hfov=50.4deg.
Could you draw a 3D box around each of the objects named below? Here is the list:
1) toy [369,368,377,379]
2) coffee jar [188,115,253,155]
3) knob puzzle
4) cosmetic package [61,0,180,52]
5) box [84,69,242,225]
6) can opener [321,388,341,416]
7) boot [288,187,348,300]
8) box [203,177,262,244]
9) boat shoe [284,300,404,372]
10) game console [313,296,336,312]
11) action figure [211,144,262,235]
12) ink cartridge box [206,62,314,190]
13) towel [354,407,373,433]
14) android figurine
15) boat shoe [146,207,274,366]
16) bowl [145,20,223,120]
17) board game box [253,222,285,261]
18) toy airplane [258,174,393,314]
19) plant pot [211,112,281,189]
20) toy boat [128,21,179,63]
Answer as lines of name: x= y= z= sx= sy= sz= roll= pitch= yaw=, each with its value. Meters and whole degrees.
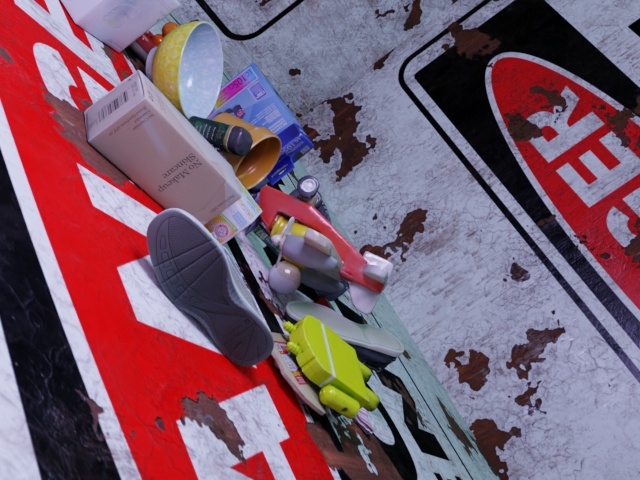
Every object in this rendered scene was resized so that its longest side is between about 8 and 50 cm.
toy: x=0.093 y=0.320 z=1.979 sx=0.137 sy=0.056 sz=0.237 roll=63 pitch=-2 yaw=-12
coffee jar: x=-0.290 y=-0.297 z=1.947 sx=0.184 sy=0.079 sz=0.096 roll=16 pitch=-4 yaw=21
knob puzzle: x=-0.052 y=0.281 z=1.409 sx=0.213 sy=0.030 sz=0.213 roll=53 pitch=7 yaw=-10
cosmetic package: x=-0.527 y=-0.640 z=1.777 sx=0.138 sy=0.224 sz=0.224 roll=58 pitch=9 yaw=9
box: x=-0.311 y=-0.172 z=1.376 sx=0.311 sy=0.148 sz=0.121 roll=46 pitch=13 yaw=-42
can opener: x=0.013 y=0.325 z=1.547 sx=0.186 sy=0.073 sz=0.059 roll=-119 pitch=-149 yaw=-46
boot: x=0.000 y=0.002 z=2.272 sx=0.445 sy=0.146 sz=0.367 roll=-34 pitch=108 yaw=-83
box: x=-0.222 y=-0.069 z=1.612 sx=0.114 sy=0.103 sz=0.203 roll=53 pitch=8 yaw=-6
boat shoe: x=0.046 y=0.256 z=1.738 sx=0.340 sy=0.113 sz=0.127 roll=20 pitch=24 yaw=-26
game console: x=0.030 y=0.235 z=1.916 sx=0.144 sy=0.124 sz=0.085 roll=55 pitch=34 yaw=10
action figure: x=-0.254 y=-0.159 z=1.866 sx=0.285 sy=0.099 sz=0.185 roll=50 pitch=15 yaw=-7
ink cartridge box: x=-0.209 y=-0.359 z=2.310 sx=0.395 sy=0.270 sz=0.151 roll=57 pitch=10 yaw=17
towel: x=0.076 y=0.387 z=1.727 sx=0.144 sy=0.029 sz=0.197 roll=52 pitch=8 yaw=-21
android figurine: x=0.021 y=0.267 z=1.483 sx=0.273 sy=0.056 sz=0.248 roll=39 pitch=20 yaw=-32
boat shoe: x=-0.189 y=0.077 z=1.177 sx=0.320 sy=0.118 sz=0.103 roll=55 pitch=1 yaw=-23
bowl: x=-0.414 y=-0.500 z=1.990 sx=0.156 sy=0.289 sz=0.289 roll=12 pitch=-3 yaw=15
board game box: x=-0.133 y=0.008 z=2.097 sx=0.260 sy=0.030 sz=0.136 roll=49 pitch=8 yaw=-37
toy airplane: x=-0.005 y=0.054 z=1.757 sx=0.386 sy=0.272 sz=0.384 roll=53 pitch=-8 yaw=-32
plant pot: x=-0.256 y=-0.288 z=2.093 sx=0.188 sy=0.205 sz=0.205 roll=40 pitch=3 yaw=19
toy boat: x=-0.501 y=-0.624 z=2.134 sx=0.231 sy=0.151 sz=0.151 roll=44 pitch=14 yaw=-53
